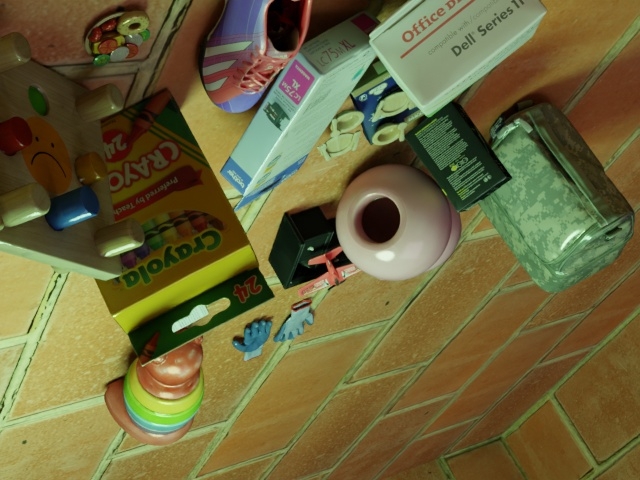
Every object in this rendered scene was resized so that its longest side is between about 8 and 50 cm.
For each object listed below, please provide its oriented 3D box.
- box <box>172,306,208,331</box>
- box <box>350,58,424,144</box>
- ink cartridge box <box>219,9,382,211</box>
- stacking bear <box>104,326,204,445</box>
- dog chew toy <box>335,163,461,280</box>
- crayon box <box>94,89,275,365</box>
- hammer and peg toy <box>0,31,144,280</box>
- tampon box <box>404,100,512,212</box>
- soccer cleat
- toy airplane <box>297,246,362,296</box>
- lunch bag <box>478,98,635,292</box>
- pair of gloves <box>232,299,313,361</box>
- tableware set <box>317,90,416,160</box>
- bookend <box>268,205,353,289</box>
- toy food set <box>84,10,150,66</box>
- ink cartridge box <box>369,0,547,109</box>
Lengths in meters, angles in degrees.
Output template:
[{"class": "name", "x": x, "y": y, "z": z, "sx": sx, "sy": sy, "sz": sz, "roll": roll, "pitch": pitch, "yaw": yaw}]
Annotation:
[{"class": "box", "x": -0.278, "y": 0.111, "z": 2.046, "sx": 0.137, "sy": 0.072, "sz": 0.126, "roll": -28, "pitch": 157, "yaw": -7}, {"class": "box", "x": 0.121, "y": -0.228, "z": 1.883, "sx": 0.136, "sy": 0.037, "sz": 0.225, "roll": -30, "pitch": 158, "yaw": 0}, {"class": "ink cartridge box", "x": -0.035, "y": -0.180, "z": 1.693, "sx": 0.186, "sy": 0.065, "sz": 0.311, "roll": -38, "pitch": 167, "yaw": -47}, {"class": "stacking bear", "x": -0.291, "y": 0.255, "z": 2.204, "sx": 0.175, "sy": 0.164, "sz": 0.289, "roll": -18, "pitch": 153, "yaw": -26}, {"class": "dog chew toy", "x": 0.163, "y": -0.029, "z": 2.139, "sx": 0.206, "sy": 0.207, "sz": 0.332, "roll": -38, "pitch": 163, "yaw": 18}, {"class": "crayon box", "x": -0.217, "y": -0.021, "z": 1.546, "sx": 0.202, "sy": 0.319, "sz": 0.081, "roll": -28, "pitch": 156, "yaw": -6}, {"class": "hammer and peg toy", "x": -0.350, "y": -0.097, "z": 1.319, "sx": 0.127, "sy": 0.266, "sz": 0.361, "roll": -18, "pitch": 162, "yaw": 21}, {"class": "tampon box", "x": 0.234, "y": -0.141, "z": 1.995, "sx": 0.101, "sy": 0.161, "sz": 0.120, "roll": -36, "pitch": 173, "yaw": 14}, {"class": "soccer cleat", "x": -0.078, "y": -0.251, "z": 1.501, "sx": 0.108, "sy": 0.116, "sz": 0.318, "roll": -18, "pitch": 153, "yaw": -27}, {"class": "toy airplane", "x": 0.018, "y": 0.054, "z": 2.147, "sx": 0.151, "sy": 0.028, "sz": 0.151, "roll": -20, "pitch": 155, "yaw": -9}, {"class": "lunch bag", "x": 0.441, "y": -0.090, "z": 2.204, "sx": 0.212, "sy": 0.305, "sz": 0.256, "roll": -27, "pitch": 160, "yaw": -13}, {"class": "pair of gloves", "x": -0.099, "y": 0.190, "z": 2.477, "sx": 0.198, "sy": 0.023, "sz": 0.159, "roll": -22, "pitch": 153, "yaw": -21}, {"class": "tableware set", "x": 0.074, "y": -0.179, "z": 1.856, "sx": 0.168, "sy": 0.020, "sz": 0.141, "roll": -18, "pitch": 156, "yaw": -10}, {"class": "bookend", "x": 0.000, "y": 0.000, "z": 2.148, "sx": 0.157, "sy": 0.072, "sz": 0.156, "roll": -19, "pitch": 154, "yaw": -26}, {"class": "toy food set", "x": -0.247, "y": -0.247, "z": 1.435, "sx": 0.083, "sy": 0.020, "sz": 0.083, "roll": -22, "pitch": 155, "yaw": -19}, {"class": "ink cartridge box", "x": 0.185, "y": -0.277, "z": 1.585, "sx": 0.207, "sy": 0.119, "sz": 0.353, "roll": -38, "pitch": 178, "yaw": 8}]
